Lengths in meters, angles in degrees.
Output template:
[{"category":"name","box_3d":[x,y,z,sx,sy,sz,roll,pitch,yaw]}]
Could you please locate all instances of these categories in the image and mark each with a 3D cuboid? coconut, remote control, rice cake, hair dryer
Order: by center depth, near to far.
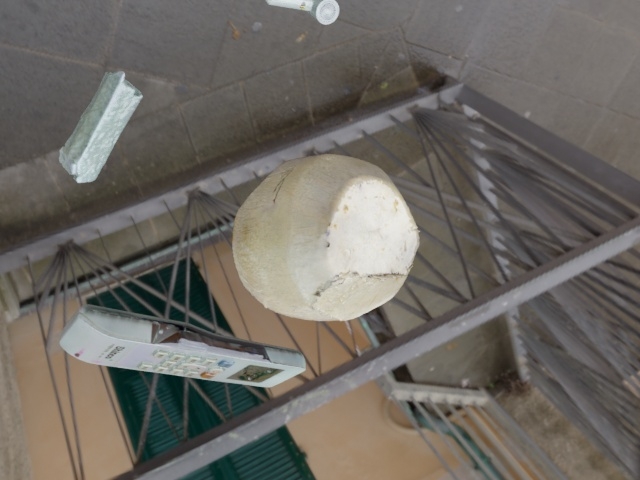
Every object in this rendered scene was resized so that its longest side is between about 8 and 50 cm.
[{"category":"remote control","box_3d":[-0.094,0.077,0.449,0.166,0.029,0.065,16,147,-28]},{"category":"rice cake","box_3d":[-0.382,-0.200,1.085,0.063,0.069,0.206,20,104,-55]},{"category":"hair dryer","box_3d":[-0.042,-0.430,1.126,0.137,0.082,0.047,-2,126,-29]},{"category":"coconut","box_3d":[0.000,0.000,1.277,0.346,0.360,0.346,2,87,-37]}]
